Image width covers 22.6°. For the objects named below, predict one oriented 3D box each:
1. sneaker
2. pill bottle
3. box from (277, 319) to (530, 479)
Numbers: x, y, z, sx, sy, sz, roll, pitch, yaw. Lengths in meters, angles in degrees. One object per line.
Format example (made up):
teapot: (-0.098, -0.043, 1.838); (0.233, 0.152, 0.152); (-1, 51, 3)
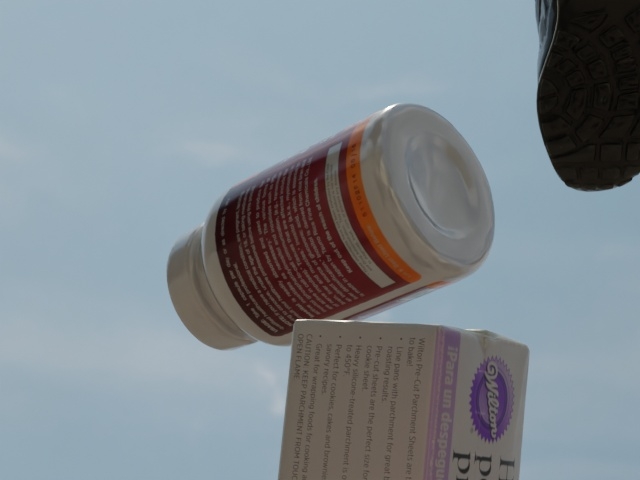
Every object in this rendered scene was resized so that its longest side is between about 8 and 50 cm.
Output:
sneaker: (0.216, -0.184, 1.262); (0.107, 0.124, 0.283); (-3, -76, 3)
pill bottle: (0.000, 0.000, 0.760); (0.152, 0.086, 0.086); (-24, -58, 37)
box: (0.016, 0.189, 0.531); (0.067, 0.324, 0.063); (-1, -11, 37)
